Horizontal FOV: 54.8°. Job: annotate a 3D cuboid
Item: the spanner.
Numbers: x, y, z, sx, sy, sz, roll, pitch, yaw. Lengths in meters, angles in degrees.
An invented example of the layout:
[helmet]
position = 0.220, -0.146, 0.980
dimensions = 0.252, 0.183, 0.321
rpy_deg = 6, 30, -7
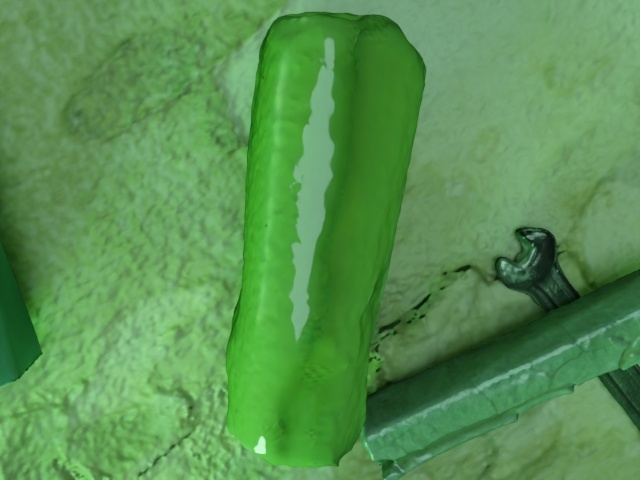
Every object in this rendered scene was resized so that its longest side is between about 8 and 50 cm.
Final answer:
[spanner]
position = 0.267, 0.109, 0.582
dimensions = 0.071, 0.017, 0.302
rpy_deg = -42, 101, 7

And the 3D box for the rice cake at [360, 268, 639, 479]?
[rice cake]
position = 0.187, 0.107, 0.538
dimensions = 0.336, 0.066, 0.063
rpy_deg = -28, 111, 7

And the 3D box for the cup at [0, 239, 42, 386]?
[cup]
position = -0.314, 0.011, 0.464
dimensions = 0.148, 0.134, 0.235
rpy_deg = -16, 101, 1

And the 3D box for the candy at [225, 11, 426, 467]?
[candy]
position = 0.000, 0.000, 0.483
dimensions = 0.132, 0.142, 0.343
rpy_deg = 4, 100, -18
